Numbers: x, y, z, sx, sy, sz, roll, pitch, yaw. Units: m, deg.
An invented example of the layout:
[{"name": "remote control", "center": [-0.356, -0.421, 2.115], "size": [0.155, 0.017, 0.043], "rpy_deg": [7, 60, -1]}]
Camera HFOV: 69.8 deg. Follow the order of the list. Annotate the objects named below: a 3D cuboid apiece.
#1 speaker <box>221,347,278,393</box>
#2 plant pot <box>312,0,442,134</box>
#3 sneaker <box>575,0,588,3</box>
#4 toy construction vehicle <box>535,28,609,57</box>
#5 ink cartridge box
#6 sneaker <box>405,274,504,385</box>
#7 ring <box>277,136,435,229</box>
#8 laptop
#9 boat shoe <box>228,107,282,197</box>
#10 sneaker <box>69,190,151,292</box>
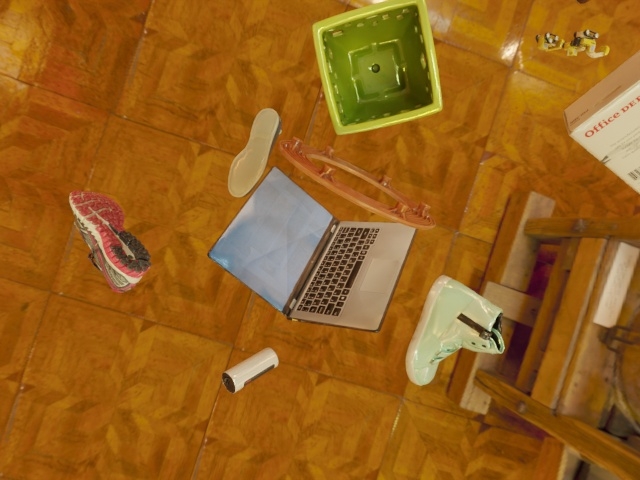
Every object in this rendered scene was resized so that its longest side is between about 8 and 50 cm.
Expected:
[{"name": "speaker", "center": [-0.169, 0.311, 1.108], "size": [0.136, 0.055, 0.055], "rpy_deg": [-22, 93, -43]}, {"name": "plant pot", "center": [0.125, -0.368, 0.991], "size": [0.227, 0.207, 0.228], "rpy_deg": [-10, 107, 12]}, {"name": "sneaker", "center": [0.142, -0.214, 0.323], "size": [0.066, 0.188, 0.071], "rpy_deg": [27, 110, -29]}, {"name": "toy construction vehicle", "center": [0.443, -0.341, 0.810], "size": [0.098, 0.086, 0.035], "rpy_deg": [2, 101, -29]}, {"name": "ink cartridge box", "center": [0.354, -0.123, 0.500], "size": [0.135, 0.099, 0.056], "rpy_deg": [33, 44, -14]}, {"name": "sneaker", "center": [0.256, 0.207, 0.872], "size": [0.151, 0.094, 0.256], "rpy_deg": [29, 125, 33]}, {"name": "ring", "center": [0.075, -0.119, 0.880], "size": [0.336, 0.336, 0.032], "rpy_deg": [27, 108, -5]}, {"name": "laptop", "center": [0.000, 0.000, 1.225], "size": [0.407, 0.236, 0.382], "rpy_deg": [3, 46, 29]}, {"name": "boat shoe", "center": [-0.135, -0.182, 1.001], "size": [0.075, 0.065, 0.206], "rpy_deg": [19, 83, 17]}, {"name": "sneaker", "center": [-0.542, -0.006, 1.135], "size": [0.112, 0.120, 0.299], "rpy_deg": [-47, 69, 26]}]
